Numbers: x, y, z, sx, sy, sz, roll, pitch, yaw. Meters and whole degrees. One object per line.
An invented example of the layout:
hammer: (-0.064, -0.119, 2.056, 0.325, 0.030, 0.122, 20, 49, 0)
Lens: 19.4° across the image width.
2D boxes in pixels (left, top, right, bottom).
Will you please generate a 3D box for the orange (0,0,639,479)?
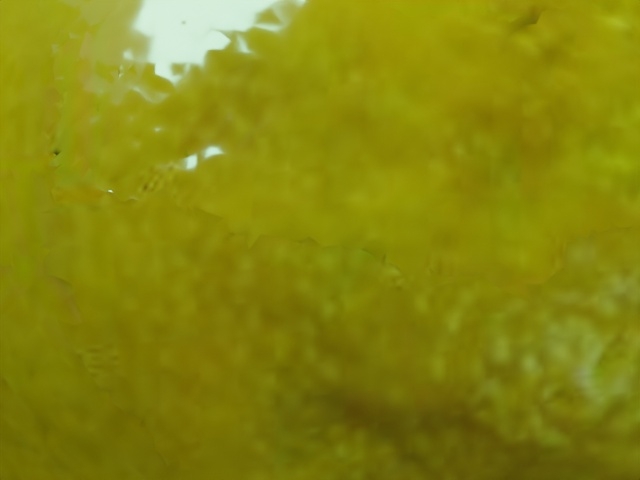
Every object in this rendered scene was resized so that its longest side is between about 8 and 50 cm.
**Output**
orange: (0.000, 0.000, 0.459, 0.261, 0.261, 0.261, -27, 25, 14)
